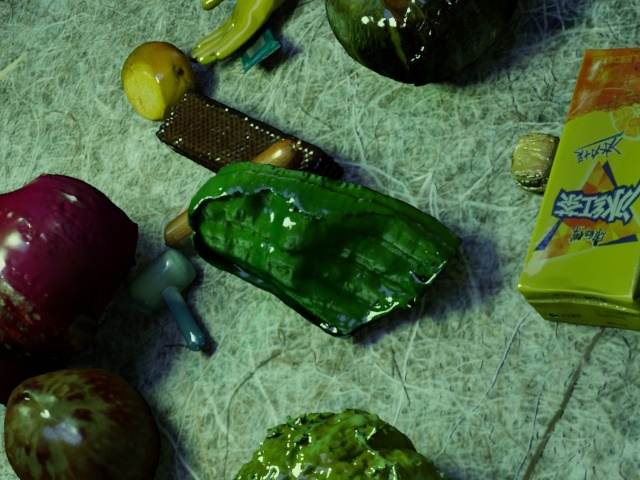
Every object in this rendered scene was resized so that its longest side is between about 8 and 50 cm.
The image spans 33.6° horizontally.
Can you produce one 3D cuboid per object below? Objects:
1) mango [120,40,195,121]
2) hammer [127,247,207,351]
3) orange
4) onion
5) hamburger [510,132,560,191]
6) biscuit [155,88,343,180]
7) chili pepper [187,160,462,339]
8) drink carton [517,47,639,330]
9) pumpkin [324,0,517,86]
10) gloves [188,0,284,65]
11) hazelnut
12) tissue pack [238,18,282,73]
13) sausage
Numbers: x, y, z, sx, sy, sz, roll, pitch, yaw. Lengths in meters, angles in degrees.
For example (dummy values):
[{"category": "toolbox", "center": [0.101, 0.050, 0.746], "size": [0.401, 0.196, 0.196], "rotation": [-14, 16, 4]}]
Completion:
[{"category": "mango", "center": [-0.300, -0.296, 1.950], "size": [0.217, 0.102, 0.141], "rotation": [23, 120, 51]}, {"category": "hammer", "center": [-0.228, 0.106, 1.677], "size": [0.116, 0.069, 0.194], "rotation": [-40, 52, 5]}, {"category": "orange", "center": [0.010, 0.350, 1.255], "size": [0.300, 0.223, 0.301], "rotation": [-51, 48, 4]}, {"category": "onion", "center": [-0.518, 0.030, 1.649], "size": [0.398, 0.420, 0.398], "rotation": [-44, 19, 20]}, {"category": "hamburger", "center": [0.300, -0.107, 1.457], "size": [0.076, 0.044, 0.083], "rotation": [2, 62, 37]}, {"category": "biscuit", "center": [-0.123, -0.145, 1.754], "size": [0.388, 0.073, 0.107], "rotation": [28, 82, 43]}, {"category": "chili pepper", "center": [0.003, -0.001, 1.501], "size": [0.385, 0.213, 0.167], "rotation": [18, 39, 14]}, {"category": "drink carton", "center": [0.375, -0.069, 1.335], "size": [0.154, 0.111, 0.351], "rotation": [5, 65, 37]}, {"category": "pumpkin", "center": [0.159, -0.387, 1.628], "size": [0.320, 0.192, 0.320], "rotation": [-18, 54, 27]}, {"category": "gloves", "center": [-0.130, -0.427, 1.912], "size": [0.294, 0.116, 0.133], "rotation": [-47, 18, 5]}, {"category": "hazelnut", "center": [-0.341, 0.278, 1.540], "size": [0.234, 0.218, 0.218], "rotation": [16, 72, 24]}, {"category": "tissue pack", "center": [-0.108, -0.342, 1.884], "size": [0.085, 0.028, 0.138], "rotation": [-38, 27, 12]}, {"category": "sausage", "center": [-0.140, -0.067, 1.651], "size": [0.348, 0.053, 0.053], "rotation": [-32, 46, 39]}]
